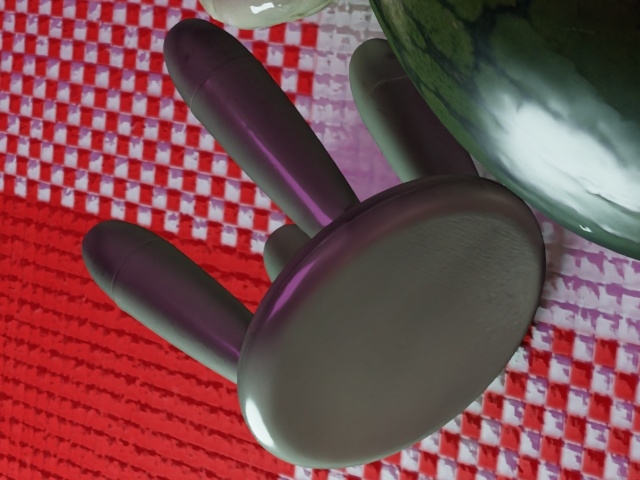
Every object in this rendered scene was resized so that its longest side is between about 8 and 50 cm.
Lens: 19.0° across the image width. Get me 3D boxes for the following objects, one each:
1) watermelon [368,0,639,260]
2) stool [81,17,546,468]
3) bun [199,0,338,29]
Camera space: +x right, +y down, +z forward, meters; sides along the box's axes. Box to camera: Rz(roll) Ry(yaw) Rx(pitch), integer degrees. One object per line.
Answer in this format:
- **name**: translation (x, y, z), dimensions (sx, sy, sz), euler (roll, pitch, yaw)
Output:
- **watermelon**: translation (0.173, -0.161, 0.801), dimensions (0.363, 0.363, 0.363), euler (2, 93, 47)
- **stool**: translation (0.000, 0.000, 1.099), dimensions (0.198, 0.195, 0.195), euler (49, 125, 41)
- **bun**: translation (-0.001, -0.201, 1.143), dimensions (0.183, 0.102, 0.183), euler (-31, 48, 41)
